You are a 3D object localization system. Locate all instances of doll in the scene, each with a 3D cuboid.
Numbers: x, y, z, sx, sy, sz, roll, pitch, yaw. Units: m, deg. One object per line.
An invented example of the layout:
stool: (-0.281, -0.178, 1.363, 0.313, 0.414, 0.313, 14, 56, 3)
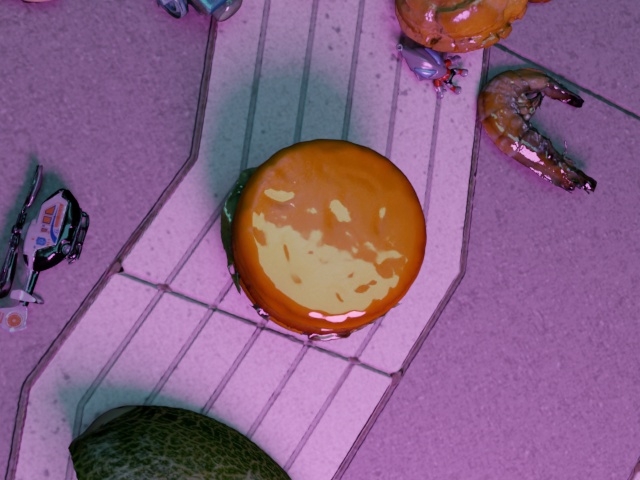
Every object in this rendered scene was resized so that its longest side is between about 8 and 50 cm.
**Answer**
doll: (0.152, -0.240, 1.037, 0.114, 0.039, 0.057, 23, 123, -22)

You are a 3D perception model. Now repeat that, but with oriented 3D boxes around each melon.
melon: (-0.142, 0.342, 0.832, 0.343, 0.226, 0.331, 60, 35, -5)

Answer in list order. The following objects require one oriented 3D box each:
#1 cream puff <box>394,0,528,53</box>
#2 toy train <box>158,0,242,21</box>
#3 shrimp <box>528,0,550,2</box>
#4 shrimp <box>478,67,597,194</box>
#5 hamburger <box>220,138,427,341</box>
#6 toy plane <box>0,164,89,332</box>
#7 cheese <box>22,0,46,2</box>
cream puff: (0.191, -0.327, 1.003, 0.189, 0.129, 0.189, -7, 56, 10)
toy train: (-0.193, -0.396, 0.870, 0.120, 0.194, 0.298, -45, 99, -15)
shrimp: (0.313, -0.411, 1.101, 0.091, 0.025, 0.127, -16, 93, -15)
shrimp: (0.326, -0.163, 1.076, 0.217, 0.051, 0.150, 39, 70, -6)
hamburger: (0.002, 0.001, 0.908, 0.246, 0.170, 0.246, 2, 75, -9)
toy plane: (-0.327, 0.013, 0.878, 0.078, 0.053, 0.197, 17, 81, -6)
cheese: (-0.424, -0.361, 0.876, 0.252, 0.054, 0.127, 10, 80, -14)
